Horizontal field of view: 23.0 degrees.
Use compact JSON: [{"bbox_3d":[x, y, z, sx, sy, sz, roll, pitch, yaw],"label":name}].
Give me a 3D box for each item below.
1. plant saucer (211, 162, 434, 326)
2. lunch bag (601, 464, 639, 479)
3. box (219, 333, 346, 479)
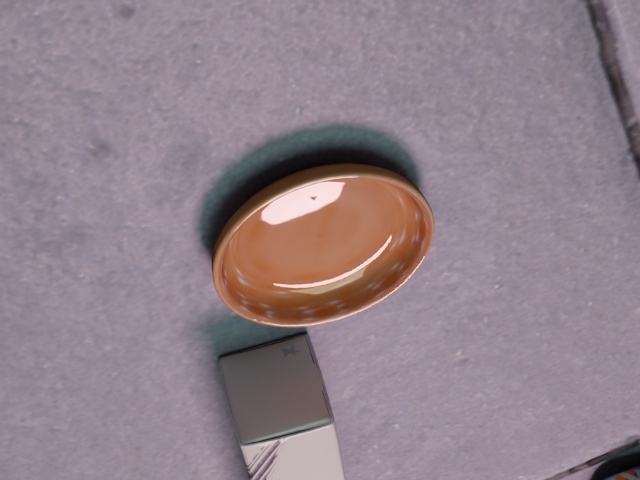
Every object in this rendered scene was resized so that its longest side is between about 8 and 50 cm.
[{"bbox_3d":[0.000,0.000,1.376,0.200,0.037,0.200,-11,140,-10],"label":"plant saucer"},{"bbox_3d":[0.462,0.354,1.935,0.303,0.115,0.243,-6,142,-15],"label":"lunch bag"},{"bbox_3d":[-0.028,0.221,1.571,0.094,0.113,0.275,-15,140,-4],"label":"box"}]
